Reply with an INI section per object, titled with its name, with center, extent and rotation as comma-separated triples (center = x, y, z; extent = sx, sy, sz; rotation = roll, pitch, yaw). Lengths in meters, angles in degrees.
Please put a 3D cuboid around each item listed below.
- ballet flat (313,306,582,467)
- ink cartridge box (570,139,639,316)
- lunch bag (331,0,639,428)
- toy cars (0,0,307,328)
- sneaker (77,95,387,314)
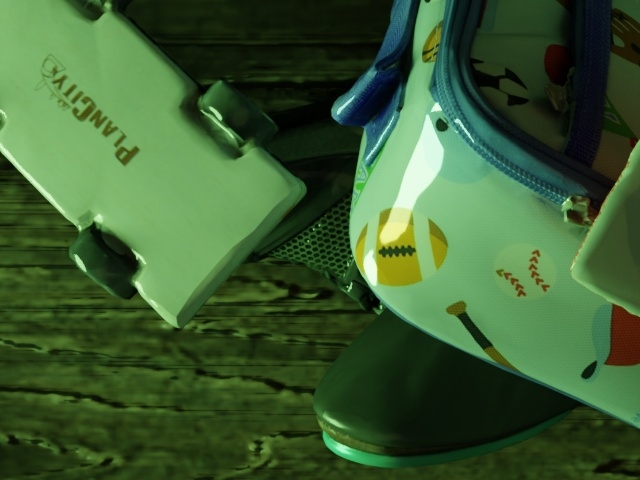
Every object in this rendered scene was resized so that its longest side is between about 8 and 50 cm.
[ballet flat]
center = 0.107, 0.028, 0.832
extent = 0.095, 0.280, 0.096
rotation = 22, 112, 42
[ink cartridge box]
center = 0.292, -0.089, 0.664
extent = 0.308, 0.091, 0.385
rotation = 28, 88, -9
[lunch bag]
center = 0.131, -0.047, 0.751
extent = 0.243, 0.303, 0.115
rotation = 27, 124, -9
[toy cars]
center = -0.185, -0.048, 0.845
extent = 0.393, 0.087, 0.177
rotation = 1, 80, 17
[sneaker]
center = 0.000, 0.000, 0.885
extent = 0.227, 0.087, 0.130
rotation = -12, 102, 0
